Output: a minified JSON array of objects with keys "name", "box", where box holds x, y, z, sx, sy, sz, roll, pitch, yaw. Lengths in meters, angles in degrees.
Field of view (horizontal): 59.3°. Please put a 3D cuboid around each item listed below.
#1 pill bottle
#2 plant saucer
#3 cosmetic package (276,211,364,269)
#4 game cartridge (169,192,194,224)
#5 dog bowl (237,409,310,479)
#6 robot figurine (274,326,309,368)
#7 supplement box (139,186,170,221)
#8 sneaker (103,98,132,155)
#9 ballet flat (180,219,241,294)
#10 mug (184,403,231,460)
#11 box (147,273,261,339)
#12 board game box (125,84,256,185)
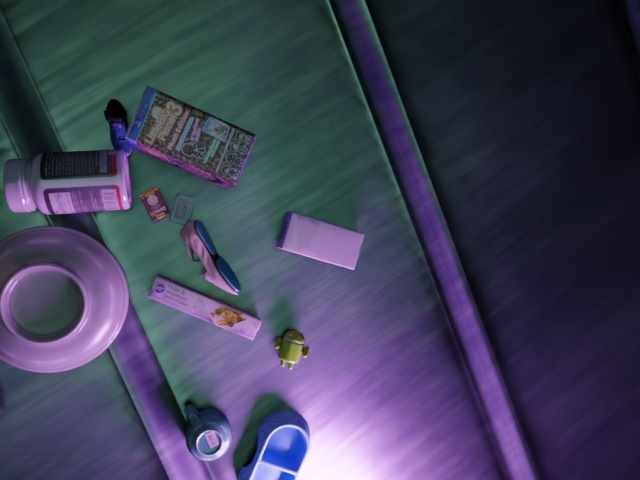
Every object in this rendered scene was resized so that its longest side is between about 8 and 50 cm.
[{"name":"pill bottle","box":[-0.647,-0.151,1.460,0.283,0.161,0.161,-5,94,-13]},{"name":"plant saucer","box":[-0.721,0.161,1.489,0.400,0.100,0.400,-1,93,-14]},{"name":"cosmetic package","box":[0.000,0.000,1.663,0.231,0.085,0.117,18,89,-15]},{"name":"game cartridge","box":[-0.391,-0.088,1.599,0.056,0.017,0.083,17,89,-10]},{"name":"dog bowl","box":[-0.131,0.657,1.665,0.166,0.074,0.297,24,86,-13]},{"name":"robot figurine","box":[-0.085,0.318,1.663,0.101,0.067,0.115,18,88,-1]},{"name":"supplement box","box":[-0.461,-0.100,1.567,0.055,0.043,0.083,-28,99,-12]},{"name":"sneaker","box":[-0.545,-0.304,1.516,0.058,0.084,0.152,-8,94,-13]},{"name":"ballet flat","box":[-0.318,0.059,1.599,0.086,0.086,0.248,-31,98,-10]},{"name":"mug","box":[-0.330,0.553,1.600,0.158,0.097,0.129,22,87,-14]},{"name":"box","box":[-0.326,0.190,1.601,0.324,0.067,0.063,25,86,-12]},{"name":"board game box","box":[-0.340,-0.262,1.492,0.291,0.232,0.141,23,87,-13]}]
